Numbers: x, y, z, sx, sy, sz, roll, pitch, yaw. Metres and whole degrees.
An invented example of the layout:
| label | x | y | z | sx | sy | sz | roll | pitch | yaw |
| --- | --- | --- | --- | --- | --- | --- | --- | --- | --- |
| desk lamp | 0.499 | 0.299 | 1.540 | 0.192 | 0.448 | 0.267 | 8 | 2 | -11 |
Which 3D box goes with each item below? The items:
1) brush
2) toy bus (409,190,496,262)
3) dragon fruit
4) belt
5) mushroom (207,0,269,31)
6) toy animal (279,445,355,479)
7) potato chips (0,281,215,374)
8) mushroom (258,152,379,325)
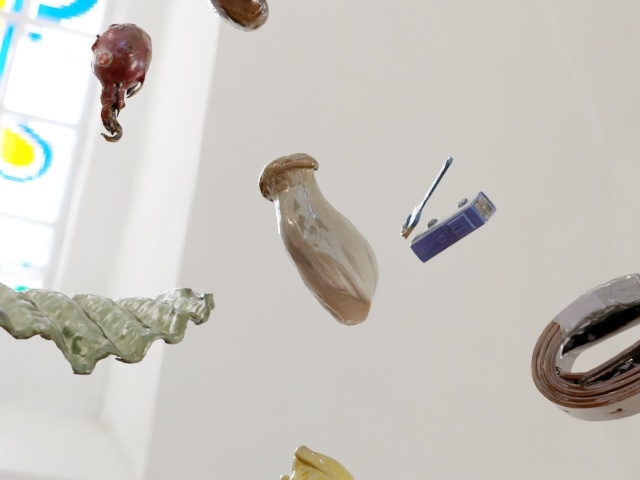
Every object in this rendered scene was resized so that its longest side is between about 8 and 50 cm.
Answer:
| label | x | y | z | sx | sy | sz | roll | pitch | yaw |
| --- | --- | --- | --- | --- | --- | --- | --- | --- | --- |
| brush | 0.178 | -0.073 | 2.239 | 0.014 | 0.051 | 0.164 | 26 | -64 | -9 |
| toy bus | 0.216 | -0.020 | 2.198 | 0.153 | 0.061 | 0.051 | -35 | -78 | 35 |
| dragon fruit | -0.298 | -0.240 | 1.981 | 0.094 | 0.191 | 0.094 | 7 | -19 | 2 |
| belt | 0.431 | 0.152 | 1.925 | 0.261 | 0.184 | 0.105 | -36 | -36 | 12 |
| mushroom | -0.067 | -0.235 | 1.268 | 0.073 | 0.088 | 0.129 | -52 | -29 | 19 |
| toy animal | -0.009 | 0.252 | 1.194 | 0.083 | 0.070 | 0.159 | 30 | -33 | 10 |
| potato chips | -0.311 | 0.082 | 1.540 | 0.373 | 0.097 | 0.389 | 8 | -1 | -5 |
| mushroom | 0.001 | -0.001 | 1.543 | 0.088 | 0.212 | 0.097 | -32 | -14 | 1 |
